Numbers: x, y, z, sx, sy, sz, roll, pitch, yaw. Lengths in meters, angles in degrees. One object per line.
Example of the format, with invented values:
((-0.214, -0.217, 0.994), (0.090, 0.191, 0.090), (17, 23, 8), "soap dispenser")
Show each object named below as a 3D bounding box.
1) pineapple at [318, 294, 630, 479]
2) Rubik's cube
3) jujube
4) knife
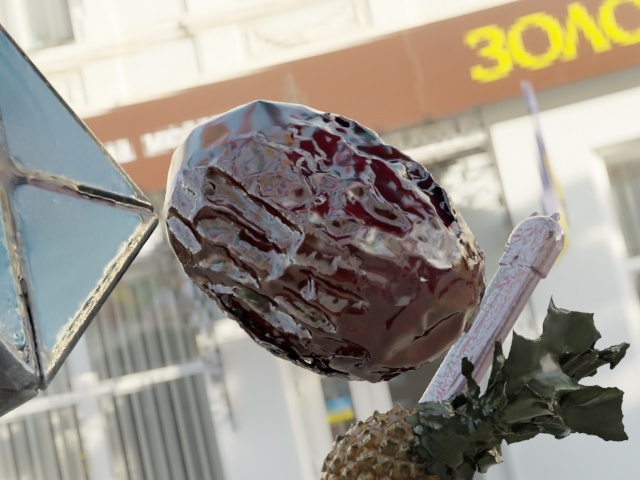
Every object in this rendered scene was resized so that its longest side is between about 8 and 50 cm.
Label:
((0.122, 0.156, 1.297), (0.277, 0.130, 0.119), (-39, 8, 41), "pineapple")
((-0.314, 0.002, 1.200), (0.255, 0.260, 0.259), (-32, 20, 29), "Rubik's cube")
((0.000, 0.000, 1.690), (0.258, 0.376, 0.258), (-31, -38, -27), "jujube")
((0.175, 0.133, 1.845), (0.038, 0.399, 0.132), (39, -18, -29), "knife")
